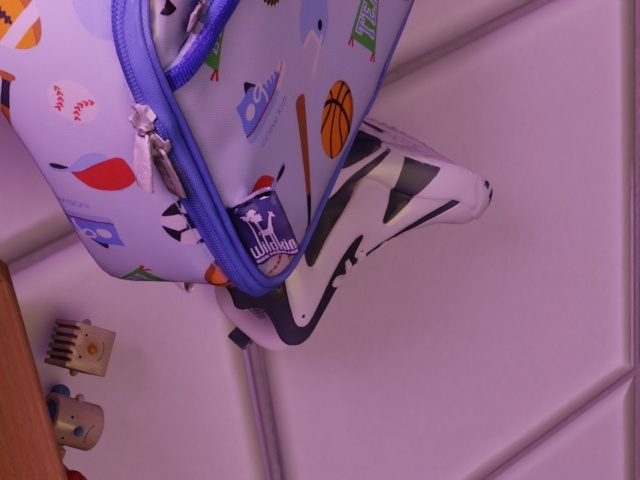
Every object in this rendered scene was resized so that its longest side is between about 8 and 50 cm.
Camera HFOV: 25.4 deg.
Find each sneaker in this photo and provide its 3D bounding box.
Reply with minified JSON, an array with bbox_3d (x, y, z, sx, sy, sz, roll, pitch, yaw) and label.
[{"bbox_3d":[0.000,0.000,0.894,0.235,0.094,0.153,7,110,-50],"label":"sneaker"}]

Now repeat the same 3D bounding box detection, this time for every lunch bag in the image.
[{"bbox_3d":[-0.046,-0.134,0.681,0.243,0.115,0.303,71,33,-50],"label":"lunch bag"}]

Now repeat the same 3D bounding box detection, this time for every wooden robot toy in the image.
[{"bbox_3d":[-0.178,0.122,0.803,0.079,0.076,0.173,23,93,-36],"label":"wooden robot toy"}]

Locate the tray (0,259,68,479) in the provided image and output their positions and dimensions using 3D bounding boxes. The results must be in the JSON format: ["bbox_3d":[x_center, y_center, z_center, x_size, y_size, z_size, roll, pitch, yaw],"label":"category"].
[{"bbox_3d":[-0.201,0.059,0.533,0.076,0.203,0.411,-21,162,5],"label":"tray"}]
